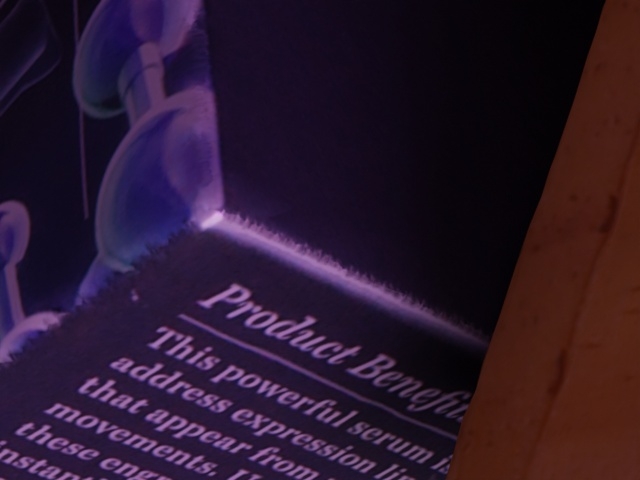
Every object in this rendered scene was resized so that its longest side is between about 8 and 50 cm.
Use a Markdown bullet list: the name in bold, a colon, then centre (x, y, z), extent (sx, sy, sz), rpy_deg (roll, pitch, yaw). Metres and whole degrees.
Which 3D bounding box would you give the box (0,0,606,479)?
- **box**: centre (-0.097, 0.005, 0.610), extent (0.395, 0.293, 0.212), rpy_deg (-34, 137, 32)

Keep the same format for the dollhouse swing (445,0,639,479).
- **dollhouse swing**: centre (0.226, -0.035, 0.380), extent (0.315, 0.346, 0.305), rpy_deg (36, 154, -34)
